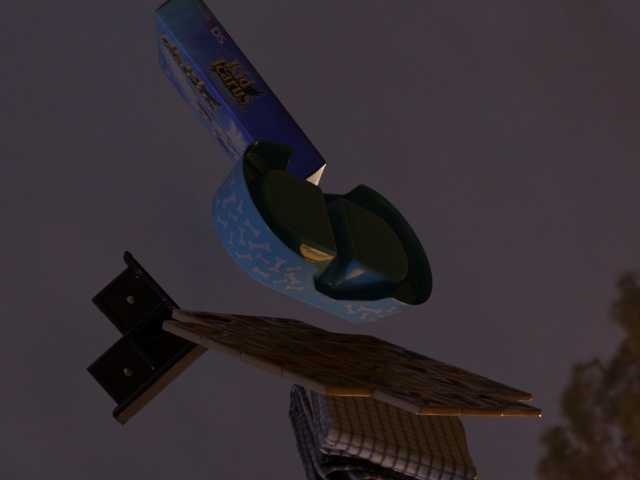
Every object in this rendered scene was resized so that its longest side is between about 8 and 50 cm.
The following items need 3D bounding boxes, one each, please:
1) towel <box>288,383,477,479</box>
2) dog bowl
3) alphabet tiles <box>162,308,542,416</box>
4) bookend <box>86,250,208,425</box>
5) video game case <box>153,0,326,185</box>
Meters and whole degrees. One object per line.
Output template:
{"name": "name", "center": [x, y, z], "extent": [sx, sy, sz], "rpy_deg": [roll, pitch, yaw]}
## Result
{"name": "towel", "center": [0.085, 0.283, 2.380], "extent": [0.235, 0.121, 0.283], "rpy_deg": [17, -161, -14]}
{"name": "dog bowl", "center": [0.000, 0.000, 1.880], "extent": [0.297, 0.074, 0.166], "rpy_deg": [24, -140, -40]}
{"name": "alphabet tiles", "center": [0.028, 0.114, 1.600], "extent": [0.285, 0.011, 0.342], "rpy_deg": [7, -173, -44]}
{"name": "bookend", "center": [-0.251, 0.126, 2.182], "extent": [0.157, 0.156, 0.072], "rpy_deg": [47, 172, 11]}
{"name": "video game case", "center": [-0.104, -0.160, 2.081], "extent": [0.269, 0.061, 0.244], "rpy_deg": [53, 170, 5]}
